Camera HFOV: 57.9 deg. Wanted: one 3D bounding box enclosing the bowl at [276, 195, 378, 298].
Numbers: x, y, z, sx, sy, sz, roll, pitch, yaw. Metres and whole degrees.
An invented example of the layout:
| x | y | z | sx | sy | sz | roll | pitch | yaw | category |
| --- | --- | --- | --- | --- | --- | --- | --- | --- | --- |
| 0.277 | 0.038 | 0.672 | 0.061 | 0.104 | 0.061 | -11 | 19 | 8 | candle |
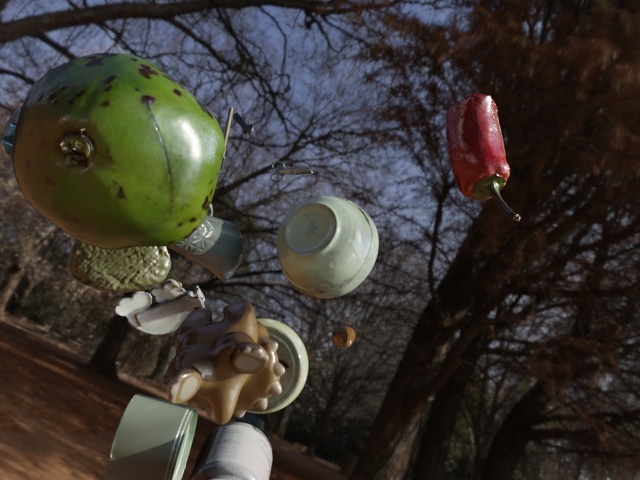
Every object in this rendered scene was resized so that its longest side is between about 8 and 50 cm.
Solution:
| x | y | z | sx | sy | sz | roll | pitch | yaw | category |
| --- | --- | --- | --- | --- | --- | --- | --- | --- | --- |
| 0.000 | 0.000 | 1.660 | 0.308 | 0.306 | 0.163 | 9 | -20 | 30 | bowl |

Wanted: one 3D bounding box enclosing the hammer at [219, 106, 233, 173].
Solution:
| x | y | z | sx | sy | sz | roll | pitch | yaw | category |
| --- | --- | --- | --- | --- | --- | --- | --- | --- | --- |
| -0.243 | -0.268 | 1.489 | 0.013 | 0.198 | 0.062 | 11 | -31 | -13 | hammer |

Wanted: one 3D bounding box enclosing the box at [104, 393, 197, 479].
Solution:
| x | y | z | sx | sy | sz | roll | pitch | yaw | category |
| --- | --- | --- | --- | --- | --- | --- | --- | --- | --- |
| -0.396 | 0.492 | 1.371 | 0.150 | 0.226 | 0.226 | 14 | -22 | -2 | box |

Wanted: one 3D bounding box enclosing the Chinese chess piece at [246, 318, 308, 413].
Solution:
| x | y | z | sx | sy | sz | roll | pitch | yaw | category |
| --- | --- | --- | --- | --- | --- | --- | --- | --- | --- |
| -0.145 | 0.308 | 1.411 | 0.238 | 0.237 | 0.092 | 20 | -4 | 5 | Chinese chess piece |

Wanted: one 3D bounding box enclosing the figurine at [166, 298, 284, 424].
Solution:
| x | y | z | sx | sy | sz | roll | pitch | yaw | category |
| --- | --- | --- | --- | --- | --- | --- | --- | --- | --- |
| -0.146 | 0.211 | 0.924 | 0.247 | 0.177 | 0.172 | -144 | -143 | -67 | figurine |

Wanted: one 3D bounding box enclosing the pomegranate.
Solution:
| x | y | z | sx | sy | sz | roll | pitch | yaw | category |
| --- | --- | --- | --- | --- | --- | --- | --- | --- | --- |
| -0.242 | -0.105 | 0.737 | 0.255 | 0.254 | 0.270 | 19 | -1 | 8 | pomegranate |

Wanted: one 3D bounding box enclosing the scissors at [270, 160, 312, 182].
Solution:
| x | y | z | sx | sy | sz | roll | pitch | yaw | category |
| --- | --- | --- | --- | --- | --- | --- | --- | --- | --- |
| -0.077 | -0.180 | 1.518 | 0.119 | 0.058 | 0.014 | 4 | -4 | 22 | scissors |

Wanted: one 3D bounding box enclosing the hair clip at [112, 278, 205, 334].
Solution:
| x | y | z | sx | sy | sz | roll | pitch | yaw | category |
| --- | --- | --- | --- | --- | --- | --- | --- | --- | --- |
| -0.321 | 0.141 | 1.176 | 0.049 | 0.172 | 0.116 | -113 | -176 | -63 | hair clip |

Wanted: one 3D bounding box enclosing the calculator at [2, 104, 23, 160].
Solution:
| x | y | z | sx | sy | sz | roll | pitch | yaw | category |
| --- | --- | --- | --- | --- | --- | --- | --- | --- | --- |
| -0.490 | -0.175 | 1.189 | 0.293 | 0.051 | 0.173 | 30 | -62 | -36 | calculator |

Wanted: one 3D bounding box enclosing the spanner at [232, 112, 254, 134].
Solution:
| x | y | z | sx | sy | sz | roll | pitch | yaw | category |
| --- | --- | --- | --- | --- | --- | --- | --- | --- | --- |
| -0.273 | -0.413 | 2.035 | 0.012 | 0.046 | 0.208 | 36 | 9 | -36 | spanner |

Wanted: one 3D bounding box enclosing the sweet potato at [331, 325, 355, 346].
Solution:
| x | y | z | sx | sy | sz | roll | pitch | yaw | category |
| --- | --- | --- | --- | --- | --- | --- | --- | --- | --- |
| 0.063 | 0.305 | 1.820 | 0.072 | 0.066 | 0.314 | 31 | -14 | -1 | sweet potato |

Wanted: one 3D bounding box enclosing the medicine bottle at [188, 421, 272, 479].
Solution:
| x | y | z | sx | sy | sz | roll | pitch | yaw | category |
| --- | --- | --- | --- | --- | --- | --- | --- | --- | --- |
| -0.193 | 0.514 | 1.196 | 0.165 | 0.165 | 0.273 | 24 | 14 | -4 | medicine bottle |

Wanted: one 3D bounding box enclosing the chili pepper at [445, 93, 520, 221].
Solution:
| x | y | z | sx | sy | sz | roll | pitch | yaw | category |
| --- | --- | --- | --- | --- | --- | --- | --- | --- | --- |
| 0.372 | -0.166 | 1.350 | 0.131 | 0.337 | 0.134 | -14 | -24 | 21 | chili pepper |

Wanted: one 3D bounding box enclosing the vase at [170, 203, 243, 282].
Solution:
| x | y | z | sx | sy | sz | roll | pitch | yaw | category |
| --- | --- | --- | --- | --- | --- | --- | --- | --- | --- |
| -0.353 | -0.026 | 1.612 | 0.156 | 0.250 | 0.301 | -16 | -20 | 20 | vase |

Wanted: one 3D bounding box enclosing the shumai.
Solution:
| x | y | z | sx | sy | sz | roll | pitch | yaw | category |
| --- | --- | --- | --- | --- | --- | --- | --- | --- | --- |
| -0.683 | 0.062 | 2.041 | 0.330 | 0.291 | 0.288 | 16 | -17 | -6 | shumai |
